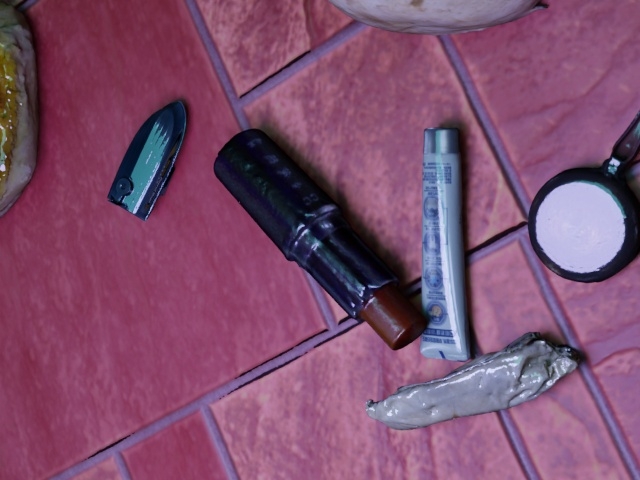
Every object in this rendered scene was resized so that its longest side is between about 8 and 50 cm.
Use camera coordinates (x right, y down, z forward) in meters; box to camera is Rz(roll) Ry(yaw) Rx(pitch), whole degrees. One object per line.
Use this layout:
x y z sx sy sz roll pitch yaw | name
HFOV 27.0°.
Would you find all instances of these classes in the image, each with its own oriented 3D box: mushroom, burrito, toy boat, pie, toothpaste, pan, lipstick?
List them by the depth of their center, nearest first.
0.277 -0.056 1.277 0.115 0.040 0.212 33 106 19 | pan
0.098 -0.306 1.292 0.254 0.189 0.195 2 93 21 | mushroom
0.148 0.145 1.338 0.229 0.058 0.063 -20 114 28 | burrito
0.125 0.004 1.362 0.062 0.039 0.239 1 93 39 | toothpaste
0.000 0.000 1.408 0.299 0.081 0.081 47 111 21 | lipstick
-0.192 -0.096 1.529 0.055 0.060 0.141 29 97 27 | toy boat
-0.457 -0.153 1.662 0.315 0.092 0.315 -1 88 34 | pie
